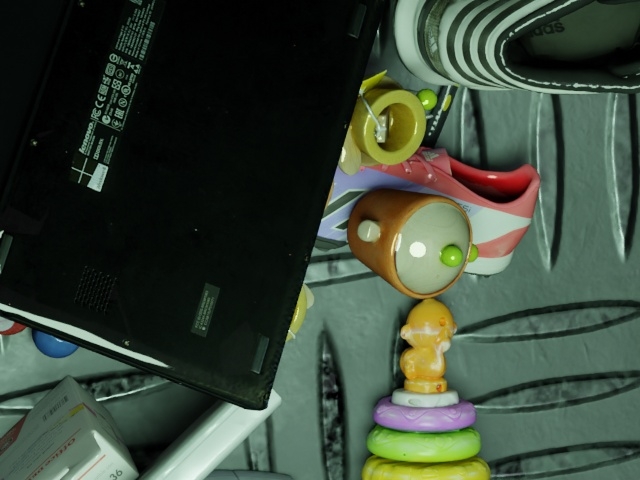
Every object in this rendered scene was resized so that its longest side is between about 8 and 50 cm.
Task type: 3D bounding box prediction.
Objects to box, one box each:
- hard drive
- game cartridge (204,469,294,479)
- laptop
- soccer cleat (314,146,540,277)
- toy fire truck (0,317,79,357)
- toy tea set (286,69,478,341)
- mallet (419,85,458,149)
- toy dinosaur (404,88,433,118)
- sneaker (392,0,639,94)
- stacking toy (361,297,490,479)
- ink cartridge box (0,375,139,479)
[{"bbox_3d":[-0.170,0.249,1.673,0.307,0.203,0.040,-43,90,-14],"label":"hard drive"},{"bbox_3d":[-0.159,0.337,1.831,0.297,0.062,0.198,-11,112,-13],"label":"game cartridge"},{"bbox_3d":[-0.214,-0.098,1.506,0.408,0.236,0.382,23,74,-23],"label":"laptop"},{"bbox_3d":[0.061,-0.051,1.741,0.318,0.108,0.116,12,125,-23],"label":"soccer cleat"},{"bbox_3d":[-0.252,-0.009,1.664,0.302,0.169,0.254,22,125,-22],"label":"toy fire truck"},{"bbox_3d":[0.000,0.000,1.578,0.336,0.124,0.200,-31,120,-24],"label":"toy tea set"},{"bbox_3d":[0.140,-0.159,1.788,0.062,0.039,0.189,8,108,-21],"label":"mallet"},{"bbox_3d":[-0.052,-0.186,1.696,0.160,0.121,0.313,-43,108,-14],"label":"toy dinosaur"},{"bbox_3d":[0.317,-0.216,1.677,0.447,0.257,0.169,-20,115,-21],"label":"sneaker"},{"bbox_3d":[0.105,0.208,1.830,0.175,0.166,0.302,-3,96,-31],"label":"stacking toy"},{"bbox_3d":[-0.240,0.215,1.692,0.115,0.198,0.067,-43,111,-1],"label":"ink cartridge box"}]
